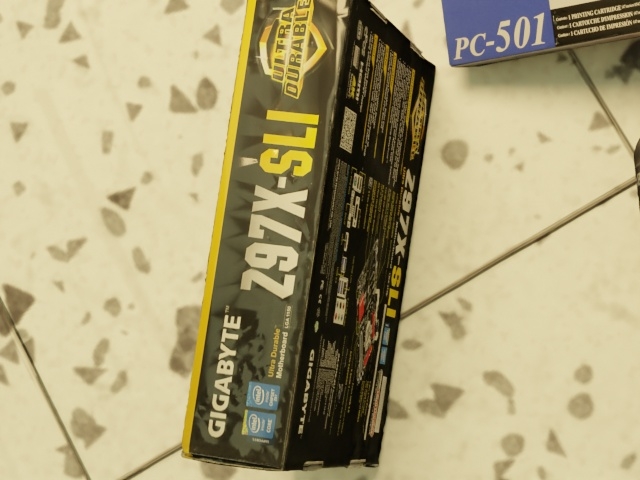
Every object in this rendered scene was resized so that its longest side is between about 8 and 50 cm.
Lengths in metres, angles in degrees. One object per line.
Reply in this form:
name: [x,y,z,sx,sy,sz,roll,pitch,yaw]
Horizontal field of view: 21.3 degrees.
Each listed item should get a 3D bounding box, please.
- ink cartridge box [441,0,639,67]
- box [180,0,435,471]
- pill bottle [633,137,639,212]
ink cartridge box: [0.185,-0.189,1.235,0.207,0.046,0.097,-6,92,38]
box: [0.000,0.000,1.200,0.079,0.257,0.322,7,86,15]
pill bottle: [0.291,-0.011,1.190,0.130,0.130,0.245,-7,81,14]
